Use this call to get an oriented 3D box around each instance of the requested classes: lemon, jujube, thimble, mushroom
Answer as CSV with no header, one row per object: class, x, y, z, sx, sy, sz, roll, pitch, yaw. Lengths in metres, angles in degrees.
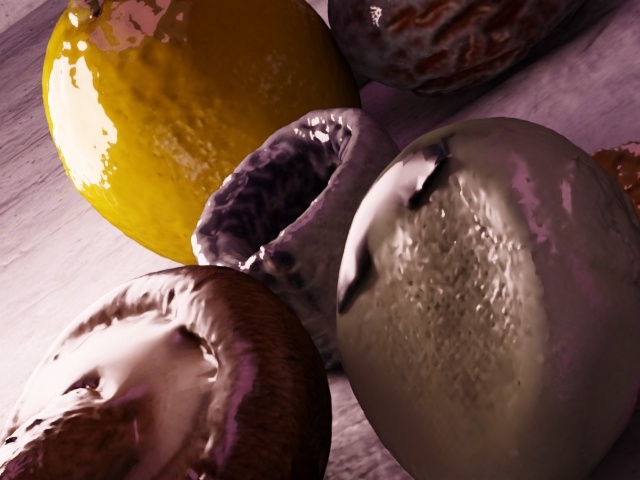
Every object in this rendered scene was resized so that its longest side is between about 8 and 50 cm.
lemon,-0.151,-0.173,1.629,0.364,0.364,0.364,-29,28,17
jujube,0.151,-0.296,1.592,0.308,0.215,0.246,-36,26,6
thimble,0.000,0.000,1.378,0.217,0.157,0.245,-25,28,29
mushroom,-0.140,0.172,1.209,0.345,0.239,0.345,-9,48,10

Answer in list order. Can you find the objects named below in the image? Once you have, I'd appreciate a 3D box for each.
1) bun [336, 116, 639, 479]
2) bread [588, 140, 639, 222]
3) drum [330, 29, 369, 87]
bun,0.153,0.052,1.064,0.187,0.293,0.293,-6,9,-33
bread,0.299,-0.004,1.135,0.140,0.169,0.160,-27,-12,19
drum,0.072,-0.274,1.837,0.253,0.049,0.130,-43,27,-11
